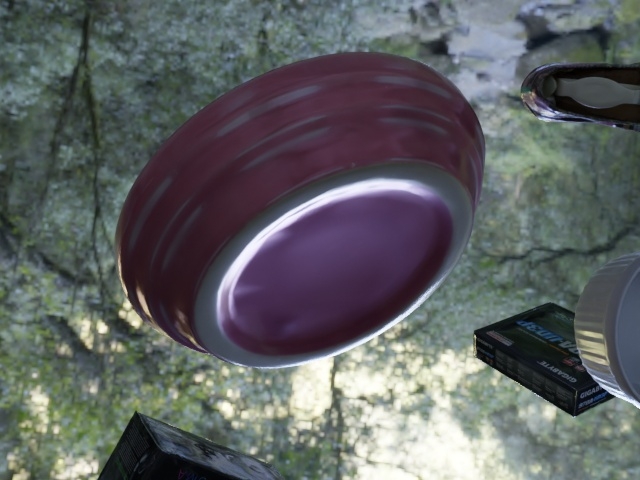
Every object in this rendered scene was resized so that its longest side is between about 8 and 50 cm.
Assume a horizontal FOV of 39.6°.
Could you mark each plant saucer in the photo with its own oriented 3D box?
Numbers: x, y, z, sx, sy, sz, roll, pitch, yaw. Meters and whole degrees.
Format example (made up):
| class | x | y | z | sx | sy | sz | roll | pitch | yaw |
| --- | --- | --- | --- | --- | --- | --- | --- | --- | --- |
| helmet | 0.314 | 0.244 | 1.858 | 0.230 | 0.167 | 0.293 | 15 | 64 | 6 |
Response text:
| class | x | y | z | sx | sy | sz | roll | pitch | yaw |
| --- | --- | --- | --- | --- | --- | --- | --- | --- | --- |
| plant saucer | 0.000 | 0.000 | 0.745 | 0.332 | 0.084 | 0.332 | -19 | 144 | -14 |

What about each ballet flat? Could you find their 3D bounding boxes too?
| class | x | y | z | sx | sy | sz | roll | pitch | yaw |
| --- | --- | --- | --- | --- | --- | --- | --- | --- | --- |
| ballet flat | 0.306 | -0.139 | 0.851 | 0.221 | 0.077 | 0.079 | 3 | -167 | 6 |

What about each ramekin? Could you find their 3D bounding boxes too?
| class | x | y | z | sx | sy | sz | roll | pitch | yaw |
| --- | --- | --- | --- | --- | --- | --- | --- | --- | --- |
| ramekin | 0.407 | 0.107 | 1.076 | 0.207 | 0.207 | 0.109 | 9 | 176 | -18 |

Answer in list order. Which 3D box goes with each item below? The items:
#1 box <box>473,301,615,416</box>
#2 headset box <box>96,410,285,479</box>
| class | x | y | z | sx | sy | sz | roll | pitch | yaw |
| --- | --- | --- | --- | --- | --- | --- | --- | --- | --- |
| box | 0.374 | 0.177 | 1.376 | 0.175 | 0.051 | 0.220 | -16 | -154 | -28 |
| headset box | -0.206 | 0.420 | 1.224 | 0.246 | 0.283 | 0.131 | 31 | 180 | -29 |
